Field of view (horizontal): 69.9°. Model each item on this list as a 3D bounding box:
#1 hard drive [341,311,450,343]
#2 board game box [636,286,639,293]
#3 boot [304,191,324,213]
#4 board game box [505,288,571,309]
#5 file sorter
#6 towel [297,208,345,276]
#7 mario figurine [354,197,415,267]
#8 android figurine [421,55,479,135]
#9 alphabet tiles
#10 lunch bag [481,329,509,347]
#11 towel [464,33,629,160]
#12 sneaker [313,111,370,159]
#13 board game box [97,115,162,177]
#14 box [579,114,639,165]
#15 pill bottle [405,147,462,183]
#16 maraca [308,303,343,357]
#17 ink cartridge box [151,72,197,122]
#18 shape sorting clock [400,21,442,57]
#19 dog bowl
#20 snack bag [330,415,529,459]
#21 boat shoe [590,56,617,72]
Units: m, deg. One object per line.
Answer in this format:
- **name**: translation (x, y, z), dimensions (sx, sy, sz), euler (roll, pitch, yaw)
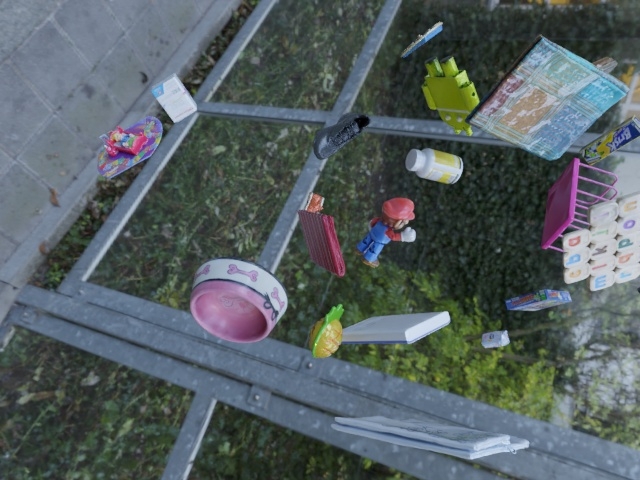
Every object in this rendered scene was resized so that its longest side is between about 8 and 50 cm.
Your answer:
- **hard drive**: translation (0.219, 0.279, 1.456), dimensions (0.210, 0.318, 0.041), euler (-13, 88, -39)
- **board game box**: translation (0.804, 0.052, 1.004), dimensions (0.126, 0.026, 0.186), euler (-18, 153, -30)
- **boot**: translation (-0.034, -0.143, 2.147), dimensions (0.059, 0.084, 0.158), euler (118, -11, -81)
- **board game box**: translation (0.728, 0.202, 1.528), dimensions (0.201, 0.136, 0.035), euler (10, 63, -42)
- **file sorter**: translation (0.960, -0.109, 1.685), dimensions (0.202, 0.182, 0.291), euler (97, 15, -59)
- **towel**: translation (0.000, 0.000, 1.478), dimensions (0.031, 0.275, 0.199), euler (-18, 104, -17)
- **mario figurine**: translation (0.293, -0.037, 1.925), dimensions (0.321, 0.198, 0.170), euler (-55, 171, 26)
- **android figurine**: translation (0.429, -0.465, 1.496), dimensions (0.056, 0.248, 0.273), euler (-36, 120, -8)
- **alphabet tiles**: translation (0.768, 0.008, 1.196), dimensions (0.021, 0.277, 0.284), euler (-101, 171, -56)
- **lunch bag**: translation (0.589, 0.334, 1.545), dimensions (0.083, 0.071, 0.053), euler (-6, 80, -52)
- **towel**: translation (0.603, -0.357, 1.219), dimensions (0.271, 0.369, 0.040), euler (-52, -142, 39)
- **sneaker**: translation (0.084, -0.424, 1.813), dimensions (0.286, 0.130, 0.109), euler (-47, 118, -21)
- **board game box**: translation (-0.415, -0.208, 0.969), dimensions (0.033, 0.168, 0.133), euler (52, 15, -52)
- **box**: translation (0.892, -0.305, 1.403), dimensions (0.054, 0.059, 0.169), euler (-36, 177, -42)
- **pill bottle**: translation (0.396, -0.264, 1.603), dimensions (0.103, 0.183, 0.103), euler (-170, -90, -69)
- **maraca**: translation (0.023, 0.282, 1.422), dimensions (0.127, 0.099, 0.186), euler (-12, 125, -61)
- **ink cartridge box**: translation (-0.467, -0.455, 1.468), dimensions (0.123, 0.088, 0.052), euler (58, 6, -36)
- **shape sorting clock**: translation (0.419, -0.839, 1.913), dimensions (0.040, 0.206, 0.206), euler (54, 39, -12)
- **dog bowl**: translation (-0.344, 0.260, 1.865), dimensions (0.151, 0.407, 0.408), euler (-73, 161, -46)
- **snack bag**: translation (0.249, 0.413, 0.988), dimensions (0.342, 0.322, 0.037), euler (22, 67, -45)
- **boat shoe**: translation (0.829, -0.539, 1.523), dimensions (0.307, 0.105, 0.111), euler (-29, 162, -4)
